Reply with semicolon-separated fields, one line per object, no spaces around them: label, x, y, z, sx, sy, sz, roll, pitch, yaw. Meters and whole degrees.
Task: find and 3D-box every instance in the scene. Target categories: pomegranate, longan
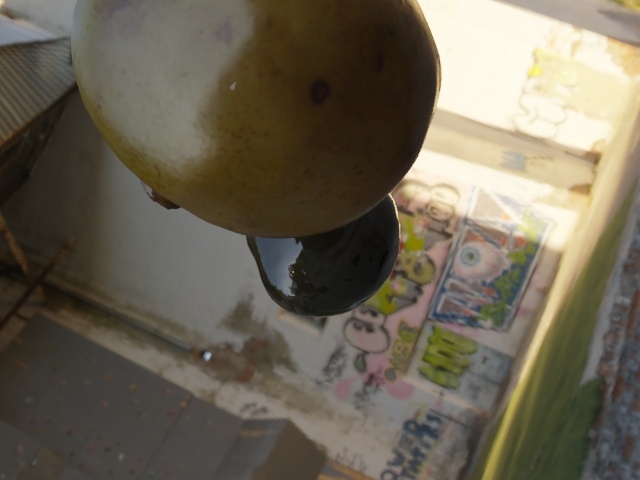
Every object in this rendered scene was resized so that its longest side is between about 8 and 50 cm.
pomegranate;-0.075;-0.192;0.957;0.416;0.416;0.417;23;-90;-79
longan;0.000;0.000;1.261;0.248;0.248;0.248;23;-90;-79
